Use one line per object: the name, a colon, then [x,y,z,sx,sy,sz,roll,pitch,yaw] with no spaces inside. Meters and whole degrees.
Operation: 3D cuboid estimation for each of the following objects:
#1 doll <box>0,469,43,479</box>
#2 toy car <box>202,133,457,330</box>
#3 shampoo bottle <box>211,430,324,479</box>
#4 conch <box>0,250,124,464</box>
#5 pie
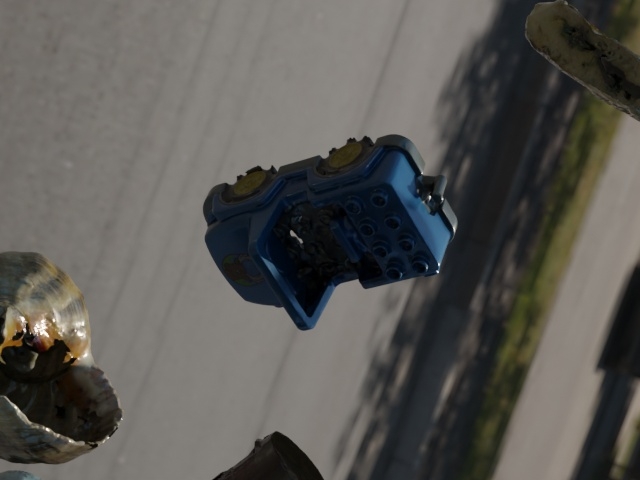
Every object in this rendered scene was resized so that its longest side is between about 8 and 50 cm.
doll: [-0.292,0.294,1.703,0.120,0.180,0.075,13,106,-31]
toy car: [0.000,0.000,1.210,0.097,0.191,0.100,58,35,-28]
shampoo bottle: [-0.132,0.256,1.149,0.323,0.084,0.129,-38,134,8]
conch: [-0.307,0.125,1.604,0.159,0.210,0.291,-27,-176,19]
pie: [0.272,-0.130,1.452,0.185,0.218,0.052,28,101,-43]
